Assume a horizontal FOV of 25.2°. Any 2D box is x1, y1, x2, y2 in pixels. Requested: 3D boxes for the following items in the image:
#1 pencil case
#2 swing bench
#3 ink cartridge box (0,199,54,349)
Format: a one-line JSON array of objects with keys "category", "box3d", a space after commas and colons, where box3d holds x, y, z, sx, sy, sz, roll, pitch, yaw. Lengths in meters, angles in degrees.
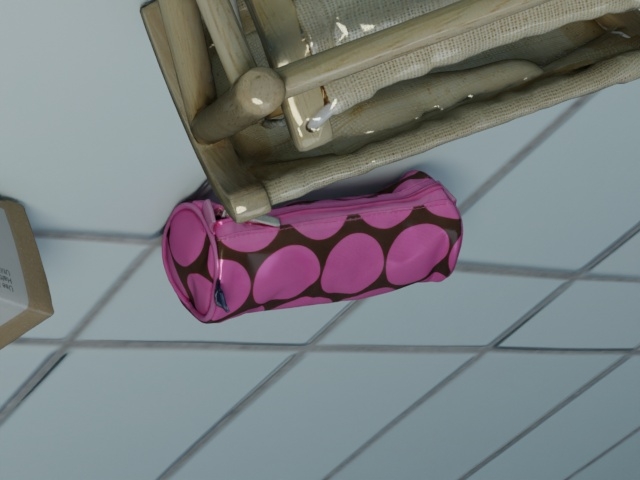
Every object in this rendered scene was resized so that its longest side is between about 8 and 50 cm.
[{"category": "pencil case", "box3d": [0.000, 0.000, 1.003, 0.209, 0.095, 0.098, -10, 135, -30]}, {"category": "swing bench", "box3d": [0.052, -0.128, 0.679, 0.253, 0.165, 0.254, -20, 166, -8]}, {"category": "ink cartridge box", "box3d": [-0.301, 0.031, 0.811, 0.193, 0.088, 0.235, -32, 151, 18]}]
